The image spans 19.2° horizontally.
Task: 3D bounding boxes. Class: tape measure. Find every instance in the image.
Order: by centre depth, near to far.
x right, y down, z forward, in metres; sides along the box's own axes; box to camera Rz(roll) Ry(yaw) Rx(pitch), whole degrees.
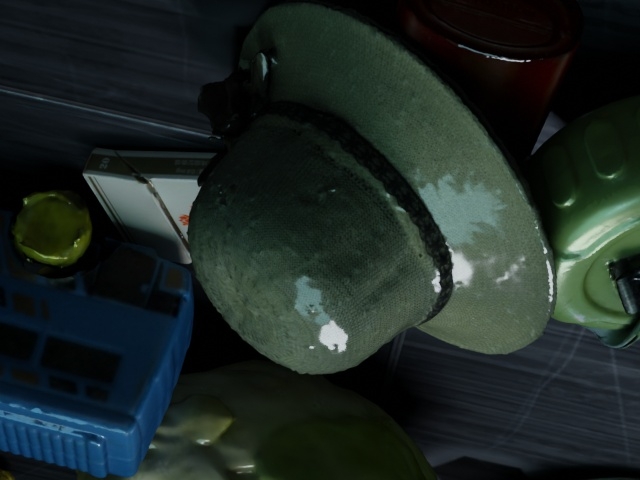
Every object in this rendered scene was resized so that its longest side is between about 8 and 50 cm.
[{"bbox_3d":[0.198,-0.011,1.102,0.175,0.106,0.200,-15,149,1],"label":"tape measure"}]

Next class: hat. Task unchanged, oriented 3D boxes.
[{"bbox_3d":[0.000,0.000,1.093,0.257,0.130,0.257,38,152,24],"label":"hat"}]

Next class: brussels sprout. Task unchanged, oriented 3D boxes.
[{"bbox_3d":[-0.057,0.229,1.513,0.316,0.243,0.274,18,146,-10],"label":"brussels sprout"}]

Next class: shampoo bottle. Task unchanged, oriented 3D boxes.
[{"bbox_3d":[0.077,-0.065,1.124,0.102,0.064,0.260,14,151,0],"label":"shampoo bottle"}]

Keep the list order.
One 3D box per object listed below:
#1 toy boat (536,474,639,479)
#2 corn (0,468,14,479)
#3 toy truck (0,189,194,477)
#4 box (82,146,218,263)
[{"bbox_3d":[0.195,0.275,1.620,0.114,0.115,0.262,32,146,-29],"label":"toy boat"},{"bbox_3d":[-0.443,0.248,1.850,0.305,0.106,0.106,4,150,15],"label":"corn"},{"bbox_3d":[-0.286,0.041,1.347,0.385,0.162,0.161,16,157,1],"label":"toy truck"},{"bbox_3d":[-0.052,-0.020,1.293,0.198,0.029,0.109,2,149,18],"label":"box"}]
